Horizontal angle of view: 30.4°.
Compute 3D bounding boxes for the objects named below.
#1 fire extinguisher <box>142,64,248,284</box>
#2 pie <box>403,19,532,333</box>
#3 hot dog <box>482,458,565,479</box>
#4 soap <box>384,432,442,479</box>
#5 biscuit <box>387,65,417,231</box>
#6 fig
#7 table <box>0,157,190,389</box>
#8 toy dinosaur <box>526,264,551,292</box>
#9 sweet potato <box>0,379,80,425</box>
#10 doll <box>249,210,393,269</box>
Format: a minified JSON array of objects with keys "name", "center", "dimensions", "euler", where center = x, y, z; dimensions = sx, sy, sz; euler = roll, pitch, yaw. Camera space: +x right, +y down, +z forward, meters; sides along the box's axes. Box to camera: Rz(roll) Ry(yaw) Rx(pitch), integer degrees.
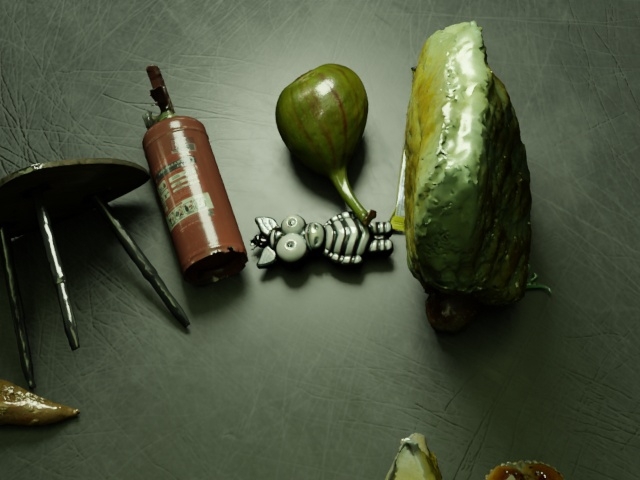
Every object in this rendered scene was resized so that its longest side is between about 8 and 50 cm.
[{"name":"fire extinguisher","center":[-0.209,-0.109,1.797],"dimensions":[0.107,0.147,0.336],"euler":[-18,68,-6]},{"name":"pie","center":[0.200,-0.098,1.623],"dimensions":[0.181,0.418,0.395],"euler":[-1,65,9]},{"name":"hot dog","center":[0.312,0.412,1.588],"dimensions":[0.131,0.069,0.252],"euler":[-25,69,-8]},{"name":"soap","center":[0.200,0.455,1.525],"dimensions":[0.339,0.169,0.304],"euler":[25,81,13]},{"name":"biscuit","center":[0.148,-0.149,1.858],"dimensions":[0.048,0.026,0.291],"euler":[9,68,3]},{"name":"fig","center":[0.028,-0.139,1.814],"dimensions":[0.151,0.151,0.259],"euler":[-22,85,-6]},{"name":"table","center":[-0.375,0.058,1.715],"dimensions":[0.317,0.317,0.249],"euler":[-21,81,-5]},{"name":"toy dinosaur","center":[0.297,0.066,1.761],"dimensions":[0.062,0.021,0.083],"euler":[-41,67,-5]},{"name":"sweet potato","center":[-0.453,0.239,1.715],"dimensions":[0.206,0.060,0.068],"euler":[10,84,-2]},{"name":"doll","center":[0.000,0.000,1.783],"dimensions":[0.220,0.067,0.091],"euler":[-2,69,4]}]
